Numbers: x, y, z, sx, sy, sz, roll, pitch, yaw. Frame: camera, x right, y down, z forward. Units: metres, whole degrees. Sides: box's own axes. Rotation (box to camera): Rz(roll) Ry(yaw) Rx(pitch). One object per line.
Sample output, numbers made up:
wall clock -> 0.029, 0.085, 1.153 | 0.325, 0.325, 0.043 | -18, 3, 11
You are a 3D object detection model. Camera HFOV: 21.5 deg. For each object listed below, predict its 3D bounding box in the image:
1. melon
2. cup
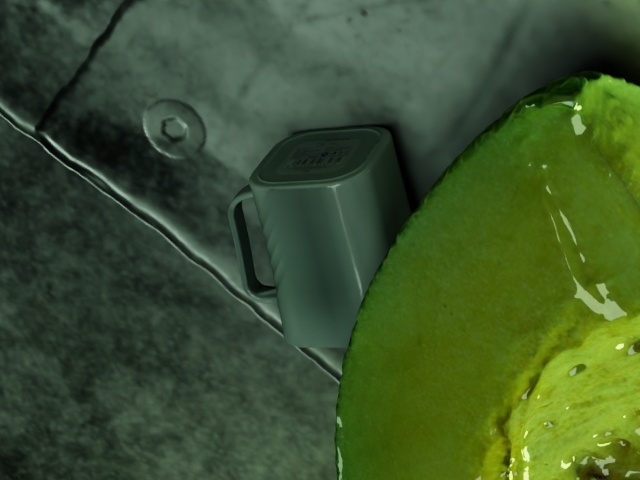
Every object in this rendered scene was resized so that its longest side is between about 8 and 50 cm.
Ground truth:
melon -> 0.156, 0.097, 1.049 | 0.331, 0.226, 0.343 | 25, 136, -33
cup -> 0.000, 0.000, 1.137 | 0.128, 0.095, 0.129 | -2, 118, 25
